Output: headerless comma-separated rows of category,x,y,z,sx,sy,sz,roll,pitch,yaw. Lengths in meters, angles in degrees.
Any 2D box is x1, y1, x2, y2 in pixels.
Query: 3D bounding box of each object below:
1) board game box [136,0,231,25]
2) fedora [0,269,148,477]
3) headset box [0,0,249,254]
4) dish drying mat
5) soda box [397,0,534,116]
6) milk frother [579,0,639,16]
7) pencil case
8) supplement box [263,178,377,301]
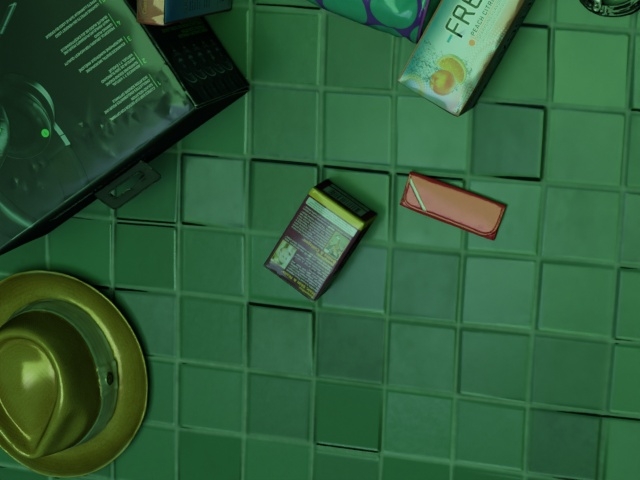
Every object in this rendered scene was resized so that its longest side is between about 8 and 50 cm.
board game box,-0.099,-0.312,1.242,0.027,0.145,0.281,7,104,16
fedora,-0.247,0.126,1.424,0.194,0.079,0.194,4,104,17
headset box,-0.234,-0.152,1.328,0.246,0.131,0.283,-34,90,21
dish drying mat,0.107,-0.028,1.314,0.083,0.008,0.032,21,107,12
soda box,0.131,-0.189,1.240,0.058,0.063,0.183,33,109,9
milk frother,0.247,-0.193,1.163,0.143,0.135,0.129,-6,69,16
pencil case,0.024,-0.212,1.268,0.152,0.064,0.070,25,128,11
supplement box,0.000,0.000,1.336,0.055,0.043,0.083,36,109,7
